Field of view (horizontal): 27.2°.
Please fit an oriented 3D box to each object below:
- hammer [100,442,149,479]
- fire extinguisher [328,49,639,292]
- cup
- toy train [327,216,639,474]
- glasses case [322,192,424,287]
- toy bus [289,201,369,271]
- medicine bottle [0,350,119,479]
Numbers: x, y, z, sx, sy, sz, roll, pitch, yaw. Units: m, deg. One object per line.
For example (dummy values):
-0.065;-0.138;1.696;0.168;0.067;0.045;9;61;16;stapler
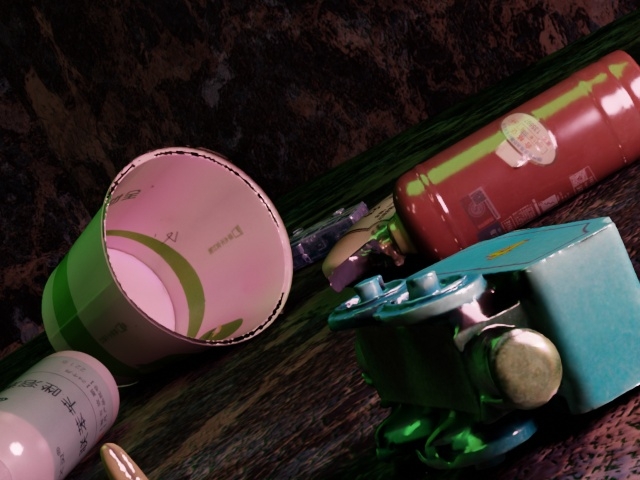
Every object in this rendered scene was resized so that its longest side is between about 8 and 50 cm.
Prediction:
-0.104;0.171;0.965;0.028;0.060;0.195;-34;11;-34;hammer
0.157;-0.049;1.236;0.344;0.102;0.138;-30;8;4;fire extinguisher
-0.208;0.049;1.625;0.253;0.253;0.274;-36;2;-42;cup
0.094;0.053;0.736;0.154;0.107;0.198;-25;4;-18;toy train
0.132;-0.041;1.418;0.314;0.075;0.122;-34;4;-28;glasses case
0.000;0.000;1.857;0.166;0.047;0.065;-26;11;32;toy bus
-0.306;0.212;1.306;0.110;0.110;0.352;-29;6;16;medicine bottle
